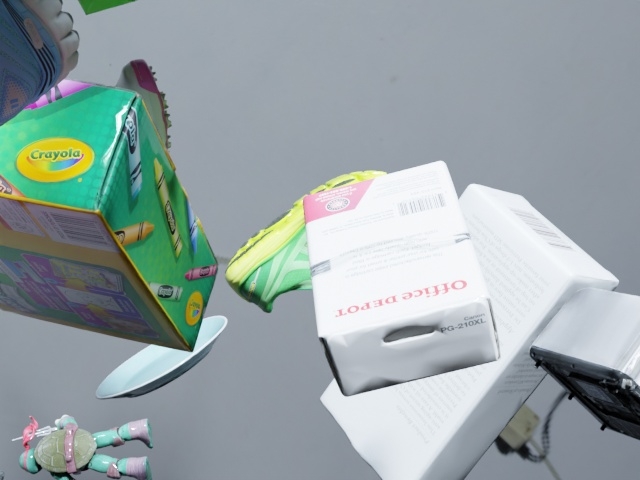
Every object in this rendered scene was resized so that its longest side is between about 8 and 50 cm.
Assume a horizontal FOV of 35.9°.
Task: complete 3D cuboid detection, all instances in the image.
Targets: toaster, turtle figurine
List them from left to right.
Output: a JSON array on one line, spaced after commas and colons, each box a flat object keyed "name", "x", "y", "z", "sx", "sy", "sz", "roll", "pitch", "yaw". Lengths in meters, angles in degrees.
[{"name": "turtle figurine", "x": -0.389, "y": 0.351, "z": 1.581, "sx": 0.234, "sy": 0.118, "sz": 0.175, "roll": -6, "pitch": 64, "yaw": 0}, {"name": "toaster", "x": 0.350, "y": 0.147, "z": 1.084, "sx": 0.168, "sy": 0.185, "sz": 0.110, "roll": 41, "pitch": 78, "yaw": -21}]

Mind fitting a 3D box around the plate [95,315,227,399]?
[{"name": "plate", "x": -0.196, "y": 0.153, "z": 1.245, "sx": 0.188, "sy": 0.188, "sz": 0.024, "roll": -29, "pitch": 101, "yaw": -6}]

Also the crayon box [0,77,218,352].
[{"name": "crayon box", "x": -0.179, "y": -0.013, "z": 0.676, "sx": 0.165, "sy": 0.278, "sz": 0.081, "roll": 12, "pitch": 69, "yaw": 9}]

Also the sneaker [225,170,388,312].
[{"name": "sneaker", "x": 0.000, "y": 0.000, "z": 1.455, "sx": 0.295, "sy": 0.109, "sz": 0.123, "roll": -34, "pitch": 108, "yaw": 14}]

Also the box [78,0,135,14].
[{"name": "box", "x": -0.200, "y": -0.436, "z": 1.264, "sx": 0.262, "sy": 0.231, "sz": 0.127, "roll": -15, "pitch": 136, "yaw": 7}]

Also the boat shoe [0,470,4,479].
[{"name": "boat shoe", "x": -0.247, "y": 0.167, "z": 0.584, "sx": 0.105, "sy": 0.306, "sz": 0.113, "roll": 37, "pitch": 56, "yaw": -33}]

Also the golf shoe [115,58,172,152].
[{"name": "golf shoe", "x": -0.303, "y": -0.147, "z": 1.480, "sx": 0.140, "sy": 0.306, "sz": 0.115, "roll": -15, "pitch": 62, "yaw": -22}]

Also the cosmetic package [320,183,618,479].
[{"name": "cosmetic package", "x": 0.221, "y": 0.164, "z": 1.545, "sx": 0.161, "sy": 0.230, "sz": 0.453, "roll": 8, "pitch": 122, "yaw": -48}]

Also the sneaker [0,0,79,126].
[{"name": "sneaker", "x": -0.151, "y": -0.099, "z": 0.344, "sx": 0.073, "sy": 0.063, "sz": 0.162, "roll": -60, "pitch": 136, "yaw": -29}]

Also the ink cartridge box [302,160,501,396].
[{"name": "ink cartridge box", "x": 0.081, "y": 0.036, "z": 1.062, "sx": 0.172, "sy": 0.237, "sz": 0.100, "roll": -14, "pitch": 128, "yaw": 5}]
